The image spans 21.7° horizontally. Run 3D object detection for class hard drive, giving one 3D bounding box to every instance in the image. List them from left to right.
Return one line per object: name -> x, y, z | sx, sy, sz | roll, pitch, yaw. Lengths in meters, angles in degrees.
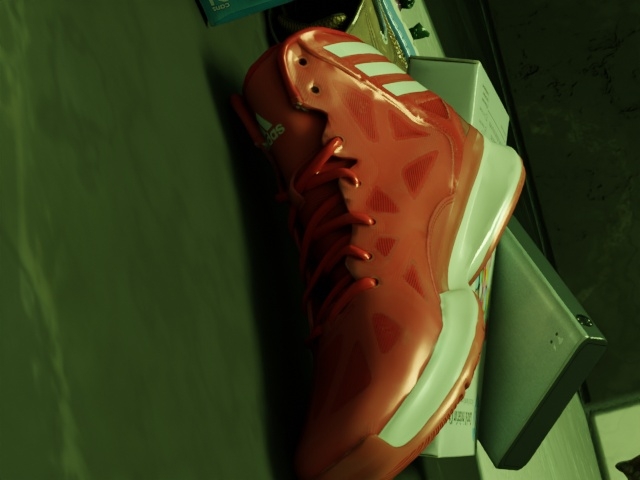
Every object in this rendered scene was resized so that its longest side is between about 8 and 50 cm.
hard drive -> 0.096, 0.045, 0.916 | 0.022, 0.094, 0.135 | 10, 32, -33

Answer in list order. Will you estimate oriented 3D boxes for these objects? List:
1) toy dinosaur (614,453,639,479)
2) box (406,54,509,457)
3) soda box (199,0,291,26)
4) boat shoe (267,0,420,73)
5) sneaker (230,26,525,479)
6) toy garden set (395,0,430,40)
toy dinosaur -> 0.147, 0.220, 0.827 | 0.296, 0.127, 0.200 | 37, 38, -60
box -> 0.062, 0.014, 0.836 | 0.145, 0.038, 0.186 | 31, 66, -76
soda box -> -0.030, -0.186, 0.746 | 0.210, 0.067, 0.071 | -93, 163, -51
boat shoe -> 0.004, -0.106, 0.845 | 0.066, 0.066, 0.183 | -37, 118, -58
sneaker -> 0.000, 0.000, 0.665 | 0.128, 0.087, 0.221 | 40, 34, -13
toy garden set -> 0.072, -0.063, 1.153 | 0.244, 0.049, 0.203 | -86, 158, -63
